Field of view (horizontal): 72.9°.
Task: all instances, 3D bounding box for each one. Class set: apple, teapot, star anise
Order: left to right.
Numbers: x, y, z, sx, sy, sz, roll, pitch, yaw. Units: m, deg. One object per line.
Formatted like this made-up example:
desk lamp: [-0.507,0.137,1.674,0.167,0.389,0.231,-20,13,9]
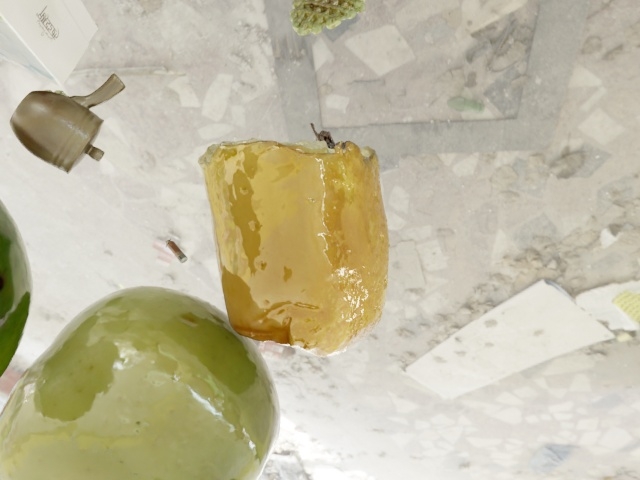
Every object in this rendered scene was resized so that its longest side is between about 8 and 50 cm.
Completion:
teapot: [-0.243,-0.125,0.433,0.080,0.085,0.110,34,89,-28]
apple: [-0.292,0.320,0.766,0.473,0.474,0.474,5,133,6]
star anise: [0.011,-0.225,1.288,0.220,0.126,0.190,30,104,18]

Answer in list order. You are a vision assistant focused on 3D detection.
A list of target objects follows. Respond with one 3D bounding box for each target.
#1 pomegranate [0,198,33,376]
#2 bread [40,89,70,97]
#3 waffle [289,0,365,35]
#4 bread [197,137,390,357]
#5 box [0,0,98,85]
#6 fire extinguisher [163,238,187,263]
pomegranate: [-0.431,0.032,0.462,0.216,0.358,0.310,-6,110,-24]
bread: [-0.613,-0.266,0.991,0.110,0.103,0.156,-10,157,-8]
waffle: [0.016,-0.531,0.975,0.183,0.169,0.036,-18,145,14]
bread: [0.000,0.000,0.776,0.250,0.361,0.394,-8,92,33]
box: [-0.469,-0.346,0.549,0.274,0.116,0.203,25,170,-6]
fire extinguisher: [-0.368,0.025,1.092,0.083,0.022,0.028,43,102,23]
